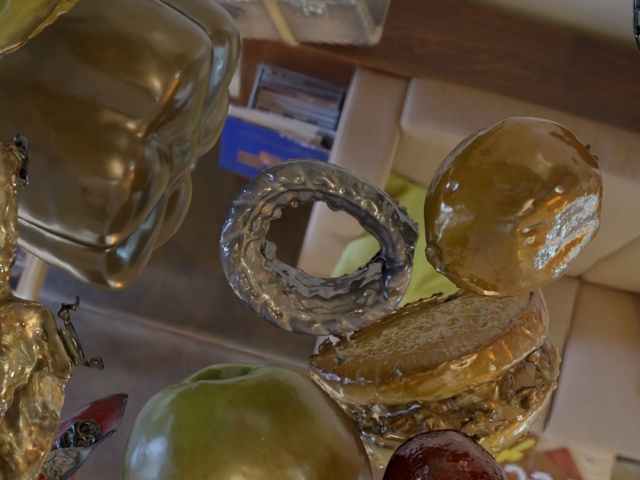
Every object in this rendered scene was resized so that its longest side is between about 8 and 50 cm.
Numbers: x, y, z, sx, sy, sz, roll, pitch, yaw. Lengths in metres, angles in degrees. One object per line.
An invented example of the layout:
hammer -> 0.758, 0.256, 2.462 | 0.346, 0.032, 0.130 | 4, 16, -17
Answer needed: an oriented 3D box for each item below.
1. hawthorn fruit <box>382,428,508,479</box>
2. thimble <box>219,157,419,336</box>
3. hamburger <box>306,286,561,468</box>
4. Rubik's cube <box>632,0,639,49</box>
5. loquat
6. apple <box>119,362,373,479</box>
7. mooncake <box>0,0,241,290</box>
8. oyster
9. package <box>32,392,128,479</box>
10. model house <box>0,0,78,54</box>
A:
hawthorn fruit -> 0.149, 0.306, 1.104 | 0.169, 0.169, 0.188 | 19, -170, -12
thimble -> 0.000, 0.000, 1.115 | 0.237, 0.205, 0.172 | 2, -171, 3
hamburger -> 0.225, 0.257, 1.552 | 0.446, 0.268, 0.287 | -19, -160, -4
Rubik's cube -> 0.511, -0.293, 1.159 | 0.187, 0.182, 0.184 | -6, 147, 30
loquat -> 0.214, -0.038, 1.010 | 0.176, 0.234, 0.187 | 46, 166, 30
apple -> -0.109, 0.312, 1.229 | 0.339, 0.304, 0.338 | -20, -171, 4
mooncake -> -0.295, -0.170, 1.312 | 0.262, 0.466, 0.467 | 26, 162, 2
oyster -> -0.250, 0.022, 0.586 | 0.133, 0.197, 0.336 | -8, 117, 27
package -> -0.397, 0.333, 1.352 | 0.194, 0.071, 0.269 | -15, -164, 10
model house -> -0.298, -0.283, 0.905 | 0.193, 0.234, 0.174 | -32, 100, 18
